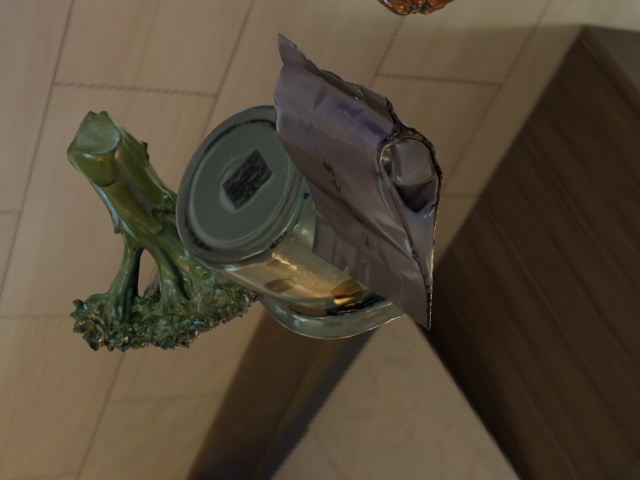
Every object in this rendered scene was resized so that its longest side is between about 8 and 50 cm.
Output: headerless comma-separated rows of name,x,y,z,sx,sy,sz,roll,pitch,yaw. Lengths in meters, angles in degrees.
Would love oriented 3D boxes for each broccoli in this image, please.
broccoli,-0.212,-0.037,1.737,0.353,0.275,0.397,-29,117,-47

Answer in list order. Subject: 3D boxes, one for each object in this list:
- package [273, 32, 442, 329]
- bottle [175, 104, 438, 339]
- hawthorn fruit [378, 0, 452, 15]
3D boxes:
package,0.038,-0.058,1.051,0.062,0.204,0.251,-27,127,-21
bottle,0.000,0.000,1.378,0.229,0.229,0.352,-38,142,17
hawthorn fruit,0.154,-0.482,1.850,0.163,0.203,0.162,-7,173,-1
